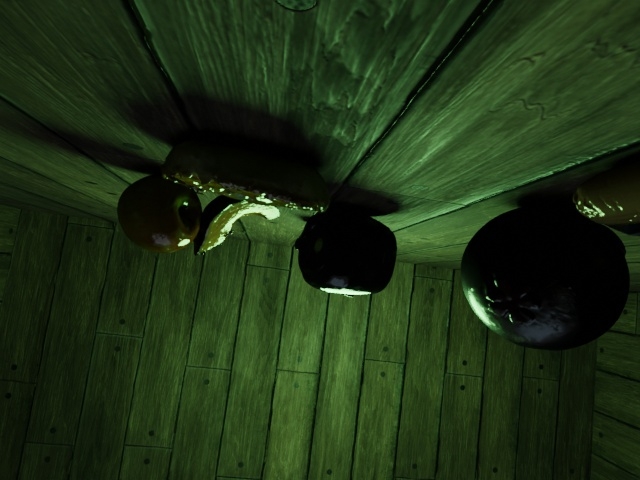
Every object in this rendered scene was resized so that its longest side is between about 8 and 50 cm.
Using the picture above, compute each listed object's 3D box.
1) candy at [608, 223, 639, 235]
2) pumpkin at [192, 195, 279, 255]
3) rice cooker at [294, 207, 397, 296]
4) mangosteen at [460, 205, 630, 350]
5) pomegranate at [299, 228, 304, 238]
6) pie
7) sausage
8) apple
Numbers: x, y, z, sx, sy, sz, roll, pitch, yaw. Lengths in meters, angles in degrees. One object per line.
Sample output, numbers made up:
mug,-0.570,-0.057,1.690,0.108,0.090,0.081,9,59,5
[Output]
candy,0.668,-0.028,0.839,0.088,0.038,0.136,-5,-170,-39
pumpkin,-0.253,-0.087,1.080,0.253,0.131,0.149,-26,149,-11
rice cooker,0.065,0.034,1.159,0.224,0.268,0.267,12,172,-32
mangosteen,0.472,0.064,0.864,0.306,0.307,0.346,1,-161,45
pomegranate,0.004,-0.009,1.461,0.143,0.122,0.169,34,-144,9
pie,-0.133,-0.114,0.776,0.314,0.093,0.315,10,178,0
sausage,0.432,-0.069,0.482,0.086,0.086,0.289,8,175,-8
apple,-0.394,-0.067,0.994,0.195,0.196,0.196,7,174,1
